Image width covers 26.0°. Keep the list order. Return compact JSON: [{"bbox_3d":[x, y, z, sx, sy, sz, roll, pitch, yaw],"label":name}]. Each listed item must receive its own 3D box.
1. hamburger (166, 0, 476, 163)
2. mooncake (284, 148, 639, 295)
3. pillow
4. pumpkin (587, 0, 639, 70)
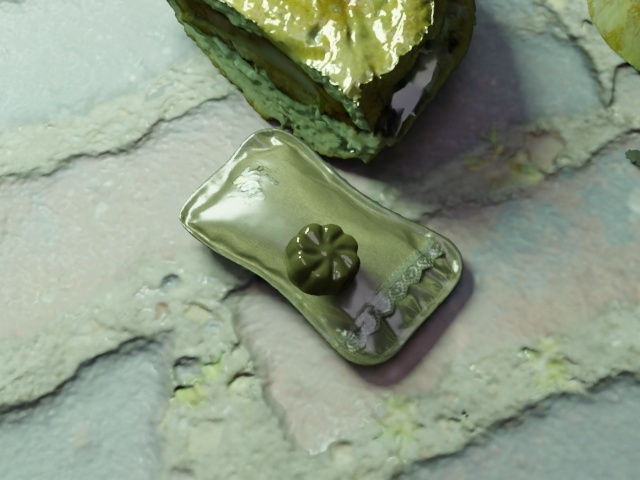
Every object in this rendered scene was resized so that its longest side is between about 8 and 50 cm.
[{"bbox_3d":[0.001,-0.216,1.150,0.309,0.132,0.211,39,72,21],"label":"hamburger"},{"bbox_3d":[0.143,-0.030,1.074,0.346,0.057,0.150,-36,84,-13],"label":"mooncake"},{"bbox_3d":[0.000,0.000,1.094,0.217,0.033,0.130,37,70,20],"label":"pillow"},{"bbox_3d":[0.340,-0.236,1.149,0.217,0.110,0.217,0,60,-1],"label":"pumpkin"}]
